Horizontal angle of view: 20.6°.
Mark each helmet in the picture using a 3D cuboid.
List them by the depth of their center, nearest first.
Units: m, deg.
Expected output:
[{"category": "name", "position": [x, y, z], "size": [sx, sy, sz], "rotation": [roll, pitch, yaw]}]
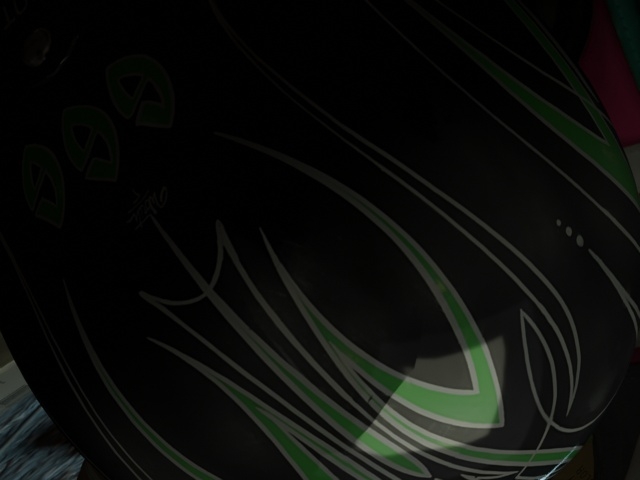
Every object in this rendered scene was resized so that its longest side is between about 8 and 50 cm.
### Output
[{"category": "helmet", "position": [0.000, 0.000, 0.437], "size": [0.169, 0.161, 0.169], "rotation": [-36, 169, -8]}]

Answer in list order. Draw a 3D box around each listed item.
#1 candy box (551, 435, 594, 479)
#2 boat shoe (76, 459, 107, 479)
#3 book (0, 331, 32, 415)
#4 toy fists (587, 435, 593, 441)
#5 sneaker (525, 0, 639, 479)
[{"category": "candy box", "position": [0.090, 0.198, 0.749], "size": [0.316, 0.087, 0.183], "rotation": [-47, 152, 13]}, {"category": "boat shoe", "position": [-0.085, 0.125, 0.942], "size": [0.059, 0.063, 0.170], "rotation": [-47, 167, 18]}, {"category": "book", "position": [-0.067, 0.010, 0.615], "size": [0.144, 0.035, 0.096], "rotation": [-36, 172, -4]}, {"category": "toy fists", "position": [0.177, 0.068, 0.986], "size": [0.279, 0.142, 0.096], "rotation": [21, 143, -31]}, {"category": "sneaker", "position": [0.091, -0.023, 0.572], "size": [0.123, 0.178, 0.296], "rotation": [-21, 131, -36]}]
